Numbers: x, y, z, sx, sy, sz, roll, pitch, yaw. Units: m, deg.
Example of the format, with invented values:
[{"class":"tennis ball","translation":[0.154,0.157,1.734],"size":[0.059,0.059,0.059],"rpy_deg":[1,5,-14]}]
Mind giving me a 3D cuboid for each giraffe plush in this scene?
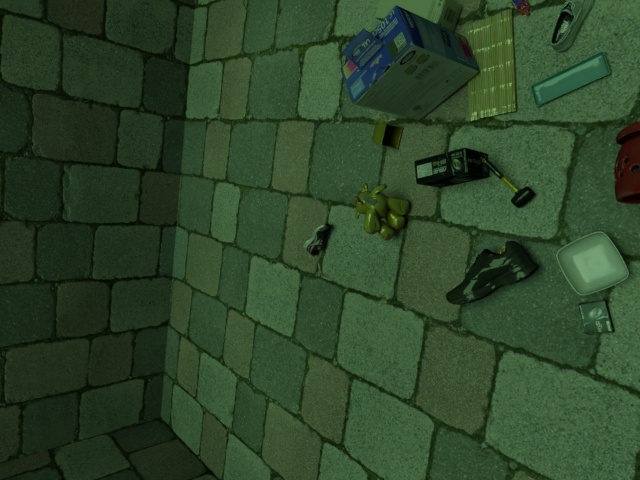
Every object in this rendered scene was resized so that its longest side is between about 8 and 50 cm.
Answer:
[{"class":"giraffe plush","translation":[0.193,-0.119,1.647],"size":[0.181,0.210,0.170],"rpy_deg":[-49,25,-2]}]

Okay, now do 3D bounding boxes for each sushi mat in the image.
[{"class":"sushi mat","translation":[0.523,-0.537,1.394],"size":[0.151,0.019,0.316],"rpy_deg":[-4,88,47]}]

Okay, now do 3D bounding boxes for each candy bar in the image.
[{"class":"candy bar","translation":[0.518,0.072,1.405],"size":[0.161,0.018,0.040],"rpy_deg":[-40,64,39]}]

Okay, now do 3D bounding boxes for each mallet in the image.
[{"class":"mallet","translation":[0.538,-0.173,1.336],"size":[0.190,0.039,0.062],"rpy_deg":[43,122,17]}]

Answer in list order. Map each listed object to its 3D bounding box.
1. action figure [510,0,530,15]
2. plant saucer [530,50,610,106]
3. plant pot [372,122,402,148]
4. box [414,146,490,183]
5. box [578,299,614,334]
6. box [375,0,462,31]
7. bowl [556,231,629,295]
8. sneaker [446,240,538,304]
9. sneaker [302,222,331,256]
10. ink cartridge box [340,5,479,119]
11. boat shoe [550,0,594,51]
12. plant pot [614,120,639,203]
[{"class":"action figure","translation":[0.582,-0.704,1.326],"size":[0.038,0.030,0.115],"rpy_deg":[-36,67,34]},{"class":"plant saucer","translation":[0.679,-0.438,1.235],"size":[0.192,0.018,0.067],"rpy_deg":[-20,76,43]},{"class":"plant pot","translation":[0.235,-0.385,1.652],"size":[0.083,0.081,0.081],"rpy_deg":[30,112,53]},{"class":"box","translation":[0.412,-0.224,1.420],"size":[0.180,0.147,0.077],"rpy_deg":[-8,84,45]},{"class":"box","translation":[0.727,0.203,1.192],"size":[0.067,0.018,0.083],"rpy_deg":[-17,78,45]},{"class":"box","translation":[0.326,-0.772,1.529],"size":[0.275,0.113,0.094],"rpy_deg":[33,113,39]},{"class":"bowl","translation":[0.713,0.060,1.181],"size":[0.142,0.053,0.142],"rpy_deg":[-37,66,40]},{"class":"sneaker","translation":[0.497,0.100,1.363],"size":[0.286,0.109,0.130],"rpy_deg":[-35,74,31]},{"class":"sneaker","translation":[0.000,0.000,1.916],"size":[0.077,0.072,0.178],"rpy_deg":[53,134,17]},{"class":"ink cartridge box","translation":[0.254,-0.533,1.389],"size":[0.270,0.395,0.151],"rpy_deg":[-35,66,45]},{"class":"boat shoe","translation":[0.669,-0.608,1.210],"size":[0.066,0.063,0.184],"rpy_deg":[40,118,38]},{"class":"plant pot","translation":[0.773,-0.183,1.019],"size":[0.191,0.191,0.174],"rpy_deg":[-6,83,46]}]
